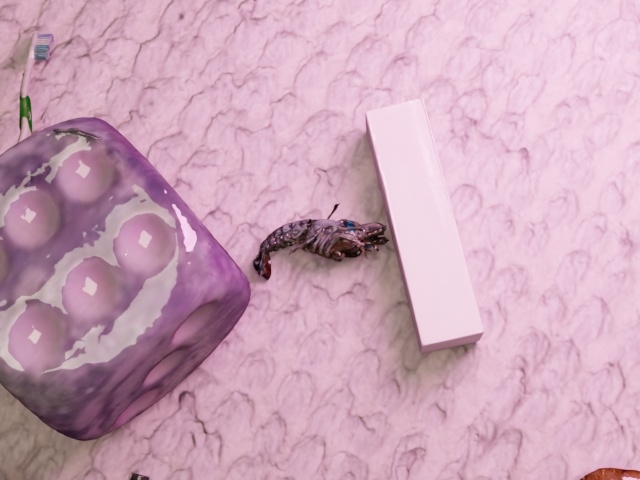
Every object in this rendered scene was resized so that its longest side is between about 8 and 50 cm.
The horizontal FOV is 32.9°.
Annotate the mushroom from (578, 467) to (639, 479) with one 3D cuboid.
[{"bbox_3d":[0.325,0.321,1.225,0.171,0.080,0.135,17,66,8],"label":"mushroom"}]

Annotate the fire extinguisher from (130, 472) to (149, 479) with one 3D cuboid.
[{"bbox_3d":[-0.228,0.319,1.287,0.028,0.022,0.083,23,77,-28],"label":"fire extinguisher"}]

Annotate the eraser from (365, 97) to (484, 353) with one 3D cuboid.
[{"bbox_3d":[0.124,-0.018,1.319,0.076,0.078,0.298,-13,76,0],"label":"eraser"}]

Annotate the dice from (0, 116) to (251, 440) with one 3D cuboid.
[{"bbox_3d":[-0.258,0.044,1.230,0.270,0.271,0.270,-42,78,-6],"label":"dice"}]

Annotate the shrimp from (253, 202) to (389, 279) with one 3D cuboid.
[{"bbox_3d":[-0.002,-0.004,1.326,0.174,0.082,0.076,-12,80,8],"label":"shrimp"}]

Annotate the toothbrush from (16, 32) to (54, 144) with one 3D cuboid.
[{"bbox_3d":[-0.373,-0.152,1.360,0.030,0.030,0.304,-1,54,3],"label":"toothbrush"}]
